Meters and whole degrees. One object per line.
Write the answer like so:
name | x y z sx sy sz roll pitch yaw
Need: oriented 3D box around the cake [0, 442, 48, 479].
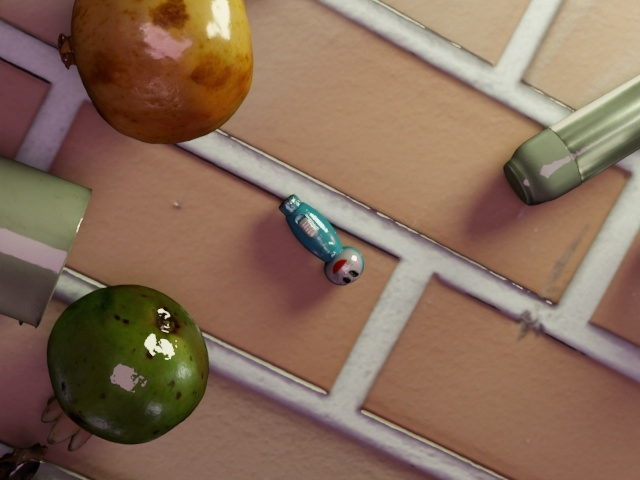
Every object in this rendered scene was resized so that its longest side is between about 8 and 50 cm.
cake | -0.332 0.395 1.555 0.332 0.332 0.321 -17 101 -6

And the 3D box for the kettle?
kettle | -0.405 -0.003 1.556 0.255 0.165 0.240 20 125 -12

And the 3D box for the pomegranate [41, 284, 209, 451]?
pomegranate | -0.235 0.156 1.608 0.187 0.187 0.225 42 121 -14

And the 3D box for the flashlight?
flashlight | 0.000 0.000 1.675 0.051 0.051 0.129 -43 99 0

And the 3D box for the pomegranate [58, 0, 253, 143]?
pomegranate | -0.177 -0.209 1.518 0.215 0.215 0.215 -2 101 -9

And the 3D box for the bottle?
bottle | 0.341 -0.126 1.692 0.254 0.079 0.096 -31 142 -4
